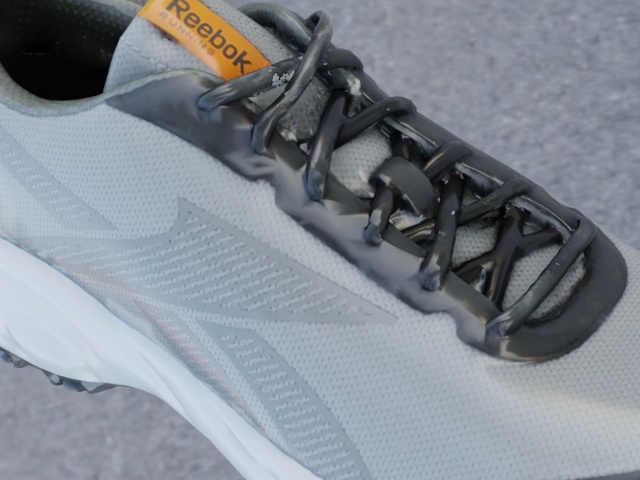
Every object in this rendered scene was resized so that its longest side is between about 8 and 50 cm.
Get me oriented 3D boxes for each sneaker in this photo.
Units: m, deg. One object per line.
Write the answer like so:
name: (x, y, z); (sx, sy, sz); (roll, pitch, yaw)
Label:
sneaker: (0.000, 0.000, 0.360); (0.271, 0.100, 0.108); (21, 129, 25)
